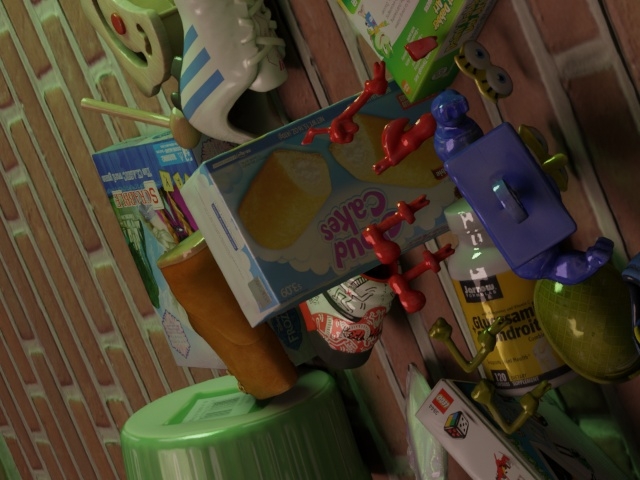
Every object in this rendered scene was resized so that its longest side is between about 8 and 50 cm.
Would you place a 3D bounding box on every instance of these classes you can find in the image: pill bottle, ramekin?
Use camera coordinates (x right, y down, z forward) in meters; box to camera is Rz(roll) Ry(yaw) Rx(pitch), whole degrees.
[{"bbox_3d":[0.179,0.045,1.691,0.103,0.103,0.184,1,115,61],"label":"pill bottle"},{"bbox_3d":[-0.097,0.262,2.196,0.303,0.303,0.148,5,111,61],"label":"ramekin"}]

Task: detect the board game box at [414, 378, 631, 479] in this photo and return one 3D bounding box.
[{"bbox_3d":[0.243,0.249,1.675,0.305,0.193,0.053,47,110,32],"label":"board game box"}]

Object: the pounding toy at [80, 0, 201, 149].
[{"bbox_3d":[-0.222,-0.241,2.120,0.269,0.154,0.154,53,157,22],"label":"pounding toy"}]

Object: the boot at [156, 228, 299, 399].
[{"bbox_3d":[-0.093,0.083,2.079,0.211,0.104,0.295,54,169,-1],"label":"boot"}]

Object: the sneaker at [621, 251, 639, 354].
[{"bbox_3d":[0.303,0.102,1.539,0.069,0.082,0.209,11,124,57],"label":"sneaker"}]

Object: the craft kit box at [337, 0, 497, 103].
[{"bbox_3d":[0.068,-0.291,1.653,0.247,0.061,0.250,59,154,17],"label":"craft kit box"}]

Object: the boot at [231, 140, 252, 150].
[{"bbox_3d":[-0.021,-0.069,1.948,0.190,0.069,0.086,-5,126,44],"label":"boot"}]

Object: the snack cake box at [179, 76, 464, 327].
[{"bbox_3d":[0.020,-0.044,1.722,0.152,0.264,0.089,61,154,6],"label":"snack cake box"}]

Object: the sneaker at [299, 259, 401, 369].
[{"bbox_3d":[0.001,0.000,2.015,0.270,0.090,0.145,58,139,36],"label":"sneaker"}]

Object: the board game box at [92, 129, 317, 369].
[{"bbox_3d":[-0.154,0.012,2.325,0.318,0.066,0.318,-5,109,62],"label":"board game box"}]

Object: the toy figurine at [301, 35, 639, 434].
[{"bbox_3d":[0.147,-0.001,1.522,0.363,0.191,0.217,58,180,-3],"label":"toy figurine"}]

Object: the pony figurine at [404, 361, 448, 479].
[{"bbox_3d":[0.110,0.332,1.881,0.303,0.363,0.351,65,171,-19],"label":"pony figurine"}]

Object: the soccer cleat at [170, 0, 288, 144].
[{"bbox_3d":[-0.092,-0.243,1.955,0.143,0.116,0.331,27,141,28],"label":"soccer cleat"}]
